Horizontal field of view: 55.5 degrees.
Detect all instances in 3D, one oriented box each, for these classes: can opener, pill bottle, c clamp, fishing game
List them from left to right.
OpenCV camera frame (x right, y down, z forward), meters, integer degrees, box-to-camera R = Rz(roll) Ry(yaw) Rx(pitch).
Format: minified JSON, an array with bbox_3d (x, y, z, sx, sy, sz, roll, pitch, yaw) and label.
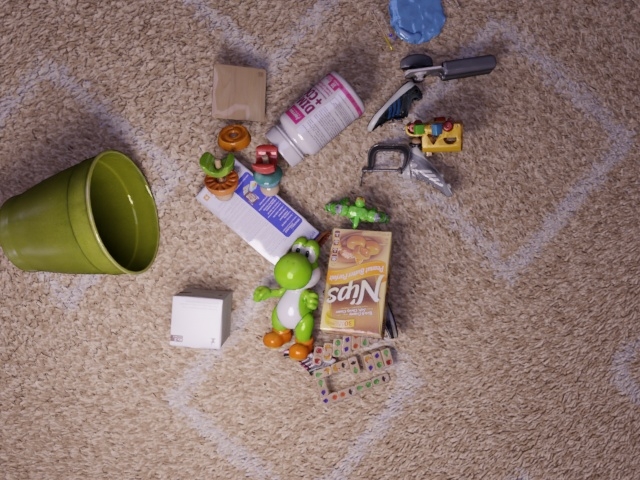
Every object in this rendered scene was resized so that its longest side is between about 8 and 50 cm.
[{"bbox_3d":[-0.019,-0.360,1.831,0.283,0.160,0.160,-41,92,2],"label":"pill bottle"},{"bbox_3d":[0.201,-0.235,1.882,0.161,0.022,0.137,-2,77,26],"label":"c clamp"},{"bbox_3d":[0.297,-0.699,1.874,0.264,0.041,0.189,-35,100,-3],"label":"fishing game"},{"bbox_3d":[0.388,-0.544,1.861,0.284,0.076,0.095,-9,85,-2],"label":"can opener"}]

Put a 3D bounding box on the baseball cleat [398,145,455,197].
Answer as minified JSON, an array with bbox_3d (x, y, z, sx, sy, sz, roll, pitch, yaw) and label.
[{"bbox_3d":[0.321,-0.200,1.890,0.109,0.072,0.206,-37,82,8],"label":"baseball cleat"}]

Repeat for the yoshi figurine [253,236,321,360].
[{"bbox_3d":[-0.088,0.171,1.807,0.204,0.203,0.362,4,106,-16],"label":"yoshi figurine"}]

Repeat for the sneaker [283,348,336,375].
[{"bbox_3d":[-0.038,0.387,1.920,0.171,0.063,0.074,13,87,-5],"label":"sneaker"}]

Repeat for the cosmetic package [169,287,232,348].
[{"bbox_3d":[-0.360,0.234,1.855,0.151,0.183,0.151,4,93,0],"label":"cosmetic package"}]

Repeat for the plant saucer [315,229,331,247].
[{"bbox_3d":[0.000,0.000,1.890,0.013,0.083,0.083,40,93,13],"label":"plant saucer"}]

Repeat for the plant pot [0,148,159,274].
[{"bbox_3d":[-0.723,-0.049,1.785,0.353,0.366,0.366,-11,93,12],"label":"plant pot"}]

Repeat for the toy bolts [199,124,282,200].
[{"bbox_3d":[-0.220,-0.217,1.823,0.229,0.158,0.218,7,51,9],"label":"toy bolts"}]

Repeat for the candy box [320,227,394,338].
[{"bbox_3d":[0.114,0.127,1.827,0.183,0.087,0.316,4,73,15],"label":"candy box"}]

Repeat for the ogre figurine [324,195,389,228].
[{"bbox_3d":[0.116,-0.084,1.867,0.197,0.118,0.096,31,93,-2],"label":"ogre figurine"}]

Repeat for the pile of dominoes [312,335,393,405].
[{"bbox_3d":[0.100,0.390,1.900,0.251,0.040,0.195,-18,98,-13],"label":"pile of dominoes"}]

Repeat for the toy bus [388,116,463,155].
[{"bbox_3d":[0.333,-0.308,1.822,0.191,0.202,0.104,-12,108,-25],"label":"toy bus"}]

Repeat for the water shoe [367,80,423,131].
[{"bbox_3d":[0.231,-0.399,1.872,0.080,0.073,0.203,44,93,-4],"label":"water shoe"}]

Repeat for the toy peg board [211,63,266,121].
[{"bbox_3d":[-0.256,-0.451,1.882,0.161,0.079,0.161,2,94,-15],"label":"toy peg board"}]

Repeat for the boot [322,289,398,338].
[{"bbox_3d":[0.126,0.221,1.896,0.179,0.085,0.236,-24,81,3],"label":"boot"}]

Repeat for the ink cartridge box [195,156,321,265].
[{"bbox_3d":[-0.193,-0.080,1.897,0.371,0.069,0.175,41,92,1],"label":"ink cartridge box"}]
